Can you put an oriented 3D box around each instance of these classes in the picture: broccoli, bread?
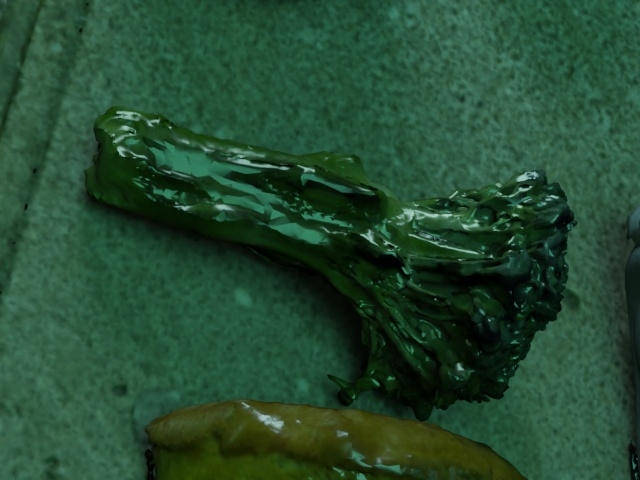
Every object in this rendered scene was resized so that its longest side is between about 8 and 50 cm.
[{"bbox_3d":[0.003,-0.006,0.984,0.304,0.145,0.165,20,63,-5],"label":"broccoli"},{"bbox_3d":[0.032,0.162,0.935,0.260,0.134,0.129,13,71,-21],"label":"bread"}]

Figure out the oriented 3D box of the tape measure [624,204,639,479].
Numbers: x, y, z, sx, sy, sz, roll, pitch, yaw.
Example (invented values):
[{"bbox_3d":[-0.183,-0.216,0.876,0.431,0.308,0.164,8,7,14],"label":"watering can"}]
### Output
[{"bbox_3d":[0.303,0.072,1.093,0.197,0.120,0.236,-1,80,-19],"label":"tape measure"}]
